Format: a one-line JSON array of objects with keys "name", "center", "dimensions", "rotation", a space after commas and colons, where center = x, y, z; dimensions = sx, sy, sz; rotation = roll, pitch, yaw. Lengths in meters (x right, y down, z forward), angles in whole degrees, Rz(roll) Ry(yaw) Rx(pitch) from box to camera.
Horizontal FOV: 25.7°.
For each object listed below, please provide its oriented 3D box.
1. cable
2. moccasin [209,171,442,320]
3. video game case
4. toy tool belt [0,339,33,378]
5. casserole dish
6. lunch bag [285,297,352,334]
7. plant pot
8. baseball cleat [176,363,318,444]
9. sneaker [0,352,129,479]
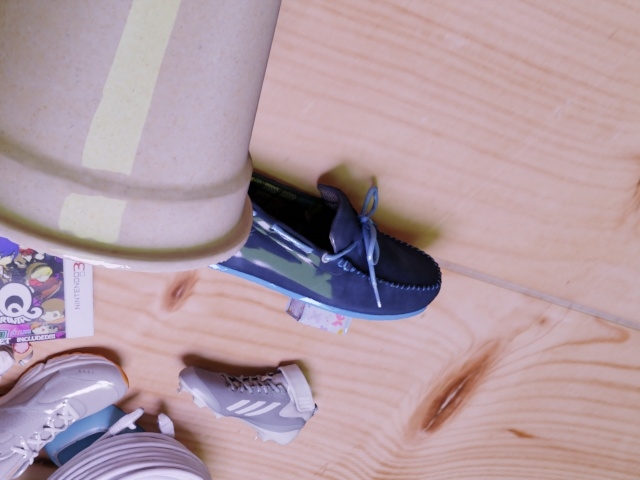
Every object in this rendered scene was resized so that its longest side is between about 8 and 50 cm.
[{"name": "cable", "center": [-0.246, 0.361, 1.756], "dimensions": [0.257, 0.089, 0.257], "rotation": [-36, 131, -9]}, {"name": "moccasin", "center": [0.000, 0.000, 1.543], "dimensions": [0.342, 0.137, 0.116], "rotation": [14, 123, -30]}, {"name": "video game case", "center": [-0.362, 0.031, 1.519], "dimensions": [0.232, 0.041, 0.210], "rotation": [-5, 133, -14]}, {"name": "toy tool belt", "center": [-0.371, 0.130, 1.617], "dimensions": [0.083, 0.051, 0.052], "rotation": [-38, 118, 2]}, {"name": "casserole dish", "center": [-0.274, 0.275, 1.789], "dimensions": [0.114, 0.037, 0.188], "rotation": [-28, 136, 9]}, {"name": "lunch bag", "center": [0.008, 0.061, 1.661], "dimensions": [0.071, 0.053, 0.083], "rotation": [16, 100, -30]}, {"name": "plant pot", "center": [-0.166, -0.189, 1.204], "dimensions": [0.334, 0.334, 0.305], "rotation": [10, 118, -26]}, {"name": "baseball cleat", "center": [-0.084, 0.183, 1.751], "dimensions": [0.109, 0.072, 0.206], "rotation": [-47, 135, 8]}, {"name": "sneaker", "center": [-0.346, 0.226, 1.657], "dimensions": [0.262, 0.121, 0.099], "rotation": [-21, 136, 2]}]
